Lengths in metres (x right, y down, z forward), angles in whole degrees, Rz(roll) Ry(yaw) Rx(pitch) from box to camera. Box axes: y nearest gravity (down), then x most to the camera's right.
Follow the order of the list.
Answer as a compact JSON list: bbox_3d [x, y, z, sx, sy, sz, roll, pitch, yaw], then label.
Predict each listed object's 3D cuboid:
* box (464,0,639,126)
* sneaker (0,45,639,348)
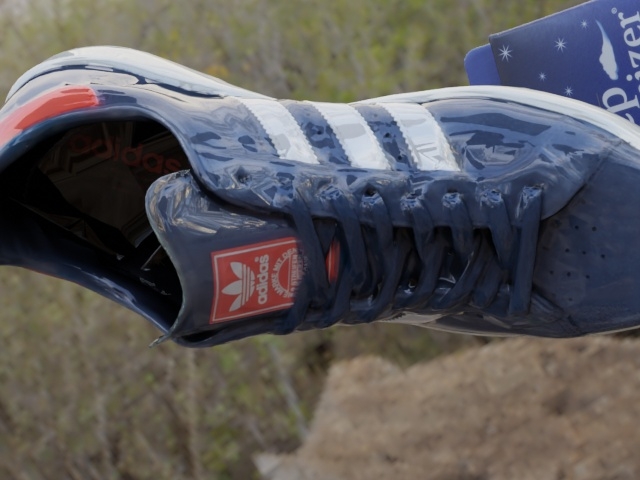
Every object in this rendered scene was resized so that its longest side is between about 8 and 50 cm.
[{"bbox_3d":[0.187,-0.080,1.047,0.225,0.136,0.036,-17,-2,37],"label":"box"},{"bbox_3d":[0.000,0.000,0.795,0.350,0.131,0.148,7,25,12],"label":"sneaker"}]
